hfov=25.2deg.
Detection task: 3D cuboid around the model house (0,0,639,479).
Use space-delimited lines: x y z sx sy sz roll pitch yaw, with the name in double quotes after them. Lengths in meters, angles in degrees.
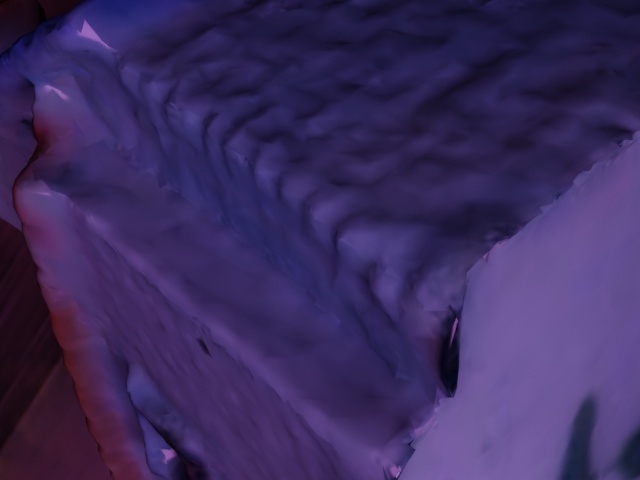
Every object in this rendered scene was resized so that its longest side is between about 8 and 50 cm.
0.000 0.000 0.560 0.329 0.252 0.295 28 145 34 "model house"
